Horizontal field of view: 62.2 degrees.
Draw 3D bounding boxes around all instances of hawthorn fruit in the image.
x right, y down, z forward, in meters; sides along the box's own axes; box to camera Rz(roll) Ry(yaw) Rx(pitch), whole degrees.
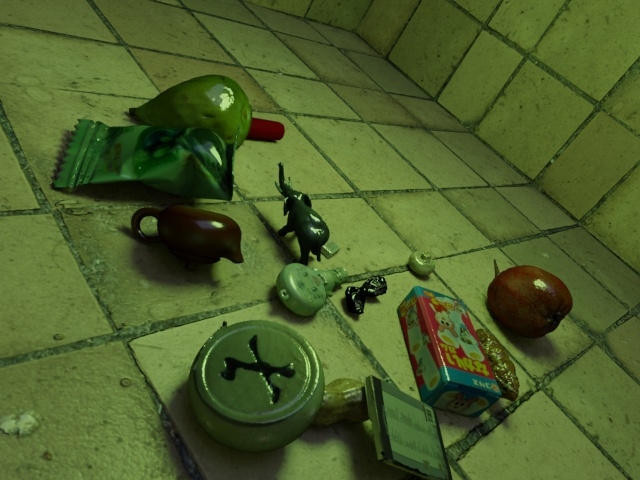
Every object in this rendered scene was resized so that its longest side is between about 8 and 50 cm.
[{"bbox_3d":[0.603,0.159,1.585,0.211,0.210,0.262,4,34,-38],"label":"hawthorn fruit"}]

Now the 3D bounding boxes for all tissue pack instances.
[{"bbox_3d":[0.000,0.000,1.443,0.108,0.023,0.056,40,33,13],"label":"tissue pack"}]

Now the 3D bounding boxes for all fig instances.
[{"bbox_3d":[-0.345,-0.327,1.474,0.233,0.314,0.233,-24,90,-83],"label":"fig"}]

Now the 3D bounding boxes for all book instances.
[{"bbox_3d":[0.168,0.365,1.010,0.231,0.026,0.157,36,32,-36],"label":"book"}]

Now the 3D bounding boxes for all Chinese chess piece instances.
[{"bbox_3d":[-0.110,0.239,0.895,0.238,0.092,0.237,4,42,-4],"label":"Chinese chess piece"}]

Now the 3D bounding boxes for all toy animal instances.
[{"bbox_3d":[-0.058,-0.059,1.358,0.082,0.137,0.269,-15,62,-27],"label":"toy animal"}]

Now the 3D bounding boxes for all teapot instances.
[{"bbox_3d":[-0.281,-0.005,1.125,0.252,0.135,0.178,12,-2,1],"label":"teapot"}]

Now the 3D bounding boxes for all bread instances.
[{"bbox_3d":[0.412,0.300,1.314,0.076,0.105,0.233,26,25,-20],"label":"bread"}]

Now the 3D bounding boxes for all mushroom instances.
[{"bbox_3d":[0.302,0.065,1.576,0.084,0.067,0.083,16,37,-13],"label":"mushroom"}]

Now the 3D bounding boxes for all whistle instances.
[{"bbox_3d":[-0.019,0.106,1.246,0.258,0.067,0.126,-14,67,-55],"label":"whistle"}]

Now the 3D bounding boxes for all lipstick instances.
[{"bbox_3d":[-0.239,-0.361,1.689,0.280,0.073,0.073,-3,46,-45],"label":"lipstick"}]

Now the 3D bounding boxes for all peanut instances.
[{"bbox_3d":[0.024,0.300,0.998,0.193,0.089,0.089,11,38,-32],"label":"peanut"}]

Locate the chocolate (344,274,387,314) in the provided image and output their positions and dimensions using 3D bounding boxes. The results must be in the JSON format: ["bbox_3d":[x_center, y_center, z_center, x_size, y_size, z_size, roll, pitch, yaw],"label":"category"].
[{"bbox_3d":[0.110,0.130,1.325,0.072,0.070,0.147,38,27,18],"label":"chocolate"}]

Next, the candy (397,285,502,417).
[{"bbox_3d":[0.299,0.260,1.278,0.157,0.100,0.305,20,33,-21],"label":"candy"}]

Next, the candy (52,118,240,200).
[{"bbox_3d":[-0.391,-0.195,1.250,0.398,0.171,0.262,6,34,-16],"label":"candy"}]
